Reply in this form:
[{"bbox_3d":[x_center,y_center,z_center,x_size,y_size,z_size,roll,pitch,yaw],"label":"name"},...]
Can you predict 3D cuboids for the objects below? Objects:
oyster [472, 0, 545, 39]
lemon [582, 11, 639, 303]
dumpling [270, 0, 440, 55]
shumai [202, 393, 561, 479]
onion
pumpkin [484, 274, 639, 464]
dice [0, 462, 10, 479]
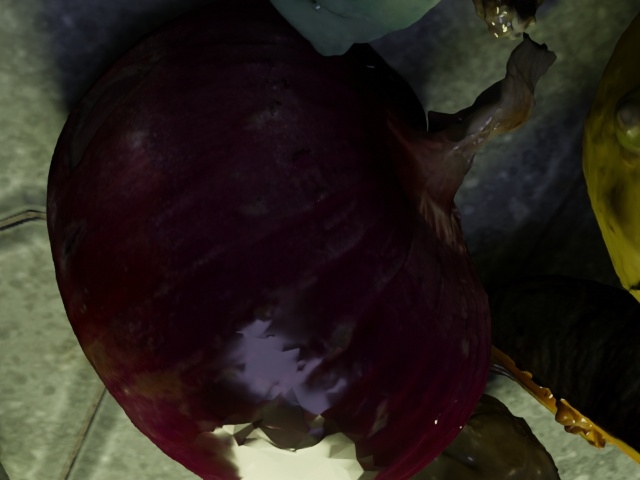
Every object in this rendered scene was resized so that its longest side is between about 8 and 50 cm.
[{"bbox_3d":[0.124,-0.228,0.639,0.214,0.083,0.223,-33,125,14],"label":"oyster"},{"bbox_3d":[0.285,-0.042,0.734,0.260,0.261,0.284,-38,144,21],"label":"lemon"},{"bbox_3d":[0.007,-0.171,0.601,0.104,0.149,0.217,-18,126,-9],"label":"dumpling"},{"bbox_3d":[0.022,0.160,0.940,0.255,0.189,0.218,-31,112,25],"label":"shumai"},{"bbox_3d":[-0.024,0.020,0.733,0.256,0.230,0.272,16,132,-27],"label":"onion"},{"bbox_3d":[0.173,0.065,0.852,0.163,0.278,0.111,36,89,-7],"label":"pumpkin"},{"bbox_3d":[-0.309,0.219,0.871,0.194,0.192,0.193,-23,133,6],"label":"dice"}]
